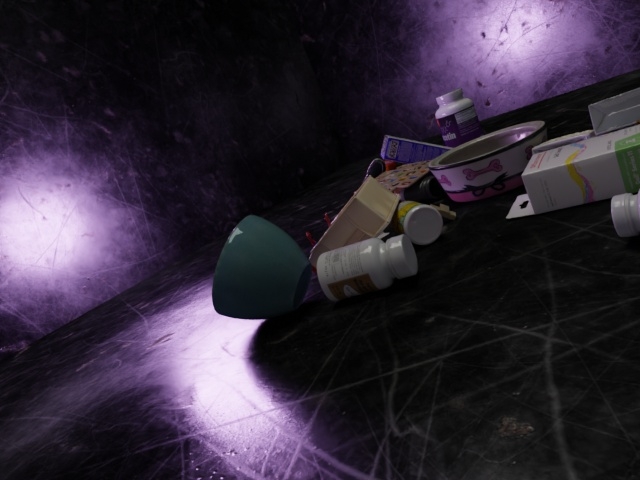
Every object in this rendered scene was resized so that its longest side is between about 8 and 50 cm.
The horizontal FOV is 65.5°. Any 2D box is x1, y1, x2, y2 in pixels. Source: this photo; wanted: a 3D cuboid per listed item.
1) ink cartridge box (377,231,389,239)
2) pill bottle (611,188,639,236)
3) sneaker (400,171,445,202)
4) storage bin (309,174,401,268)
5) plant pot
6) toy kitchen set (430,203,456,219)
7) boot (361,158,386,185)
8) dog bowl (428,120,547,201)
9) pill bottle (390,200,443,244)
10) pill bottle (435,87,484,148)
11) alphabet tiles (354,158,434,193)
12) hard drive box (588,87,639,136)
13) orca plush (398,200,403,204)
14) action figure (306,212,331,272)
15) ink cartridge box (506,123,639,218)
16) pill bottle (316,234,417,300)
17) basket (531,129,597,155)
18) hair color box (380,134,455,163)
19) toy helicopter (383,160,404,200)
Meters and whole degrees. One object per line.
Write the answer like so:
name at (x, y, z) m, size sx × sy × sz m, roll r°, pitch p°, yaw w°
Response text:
ink cartridge box at (0.147, -0.030, 1.750) m, size 0.104 × 0.062 × 0.181 m, roll -29°, pitch 14°, yaw -24°
pill bottle at (0.627, -0.057, 0.881) m, size 0.180 × 0.108 × 0.108 m, roll -12°, pitch 17°, yaw 45°
sneaker at (0.451, -0.229, 1.960) m, size 0.146 × 0.105 × 0.295 m, roll -4°, pitch 26°, yaw 47°
storage bin at (0.103, -0.040, 1.514) m, size 0.260 × 0.123 × 0.262 m, roll -52°, pitch 2°, yaw 27°
plant pot at (-0.137, 0.096, 1.357) m, size 0.195 × 0.290 × 0.290 m, roll 18°, pitch 26°, yaw 14°
toy kitchen set at (0.377, -0.072, 1.579) m, size 0.083 × 0.075 × 0.068 m, roll 19°, pitch 25°, yaw 5°
boot at (0.218, -0.228, 2.172) m, size 0.085 × 0.237 × 0.179 m, roll 21°, pitch 27°, yaw 6°
dog bowl at (0.594, -0.269, 1.733) m, size 0.407 × 0.150 × 0.408 m, roll -23°, pitch 12°, yaw 5°
pill bottle at (0.278, -0.059, 1.502) m, size 0.117 × 0.118 × 0.208 m, roll -24°, pitch 13°, yaw -4°
pill bottle at (0.658, -0.543, 2.352) m, size 0.181 × 0.323 × 0.181 m, roll -22°, pitch 12°, yaw 5°
alphabet tiles at (0.304, -0.248, 2.001) m, size 0.285 × 0.011 × 0.342 m, roll -2°, pitch 27°, yaw 48°
hard drive box at (0.859, -0.323, 1.358) m, size 0.181 × 0.089 × 0.232 m, roll -15°, pitch -18°, yaw 36°
orca plush at (0.203, -0.132, 1.977) m, size 0.151 × 0.102 × 0.287 m, roll -32°, pitch 15°, yaw -34°
action figure at (0.000, 0.000, 1.730) m, size 0.091 × 0.139 × 0.280 m, roll -26°, pitch 9°, yaw 15°
ink cartridge box at (0.658, -0.176, 1.291) m, size 0.353 × 0.119 × 0.207 m, roll -15°, pitch 15°, yaw 36°
pill bottle at (0.118, 0.065, 1.244) m, size 0.229 × 0.131 × 0.131 m, roll -18°, pitch 14°, yaw 25°
basket at (0.747, -0.260, 1.499) m, size 0.167 × 0.113 × 0.103 m, roll -10°, pitch 16°, yaw 46°
hair color box at (0.450, -0.392, 2.243) m, size 0.338 × 0.110 × 0.185 m, roll 12°, pitch 15°, yaw 0°
toy helicopter at (0.388, -0.264, 2.229) m, size 0.234 × 0.140 × 0.355 m, roll -11°, pitch 26°, yaw 13°
